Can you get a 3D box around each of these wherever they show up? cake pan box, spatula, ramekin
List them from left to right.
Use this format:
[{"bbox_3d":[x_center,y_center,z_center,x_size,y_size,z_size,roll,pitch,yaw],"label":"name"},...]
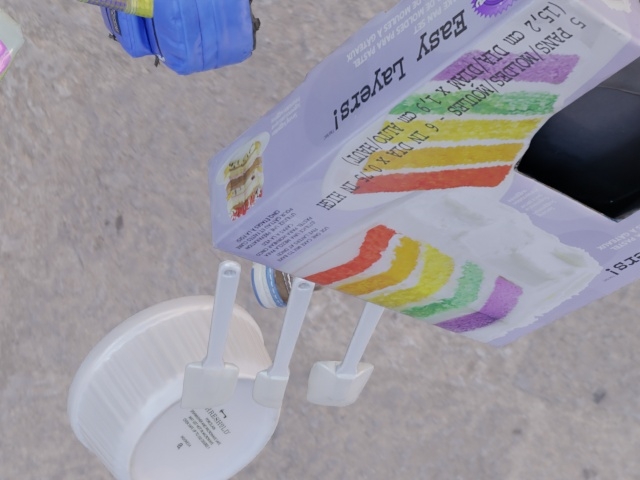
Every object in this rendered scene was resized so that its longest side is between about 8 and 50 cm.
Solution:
[{"bbox_3d":[-0.173,0.211,1.292,0.273,0.127,0.273,-21,137,-22],"label":"ramekin"},{"bbox_3d":[-0.026,0.087,0.851,0.168,0.019,0.242,5,143,-9],"label":"spatula"},{"bbox_3d":[0.110,-0.042,0.567,0.246,0.070,0.267,20,141,-36],"label":"cake pan box"}]

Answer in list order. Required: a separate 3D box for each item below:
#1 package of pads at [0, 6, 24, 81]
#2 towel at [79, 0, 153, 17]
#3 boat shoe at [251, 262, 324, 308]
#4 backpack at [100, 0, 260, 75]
[{"bbox_3d":[-0.378,-0.104,0.707,0.229,0.101,0.296,43,71,-32],"label":"package of pads"},{"bbox_3d":[-0.109,-0.148,0.509,0.083,0.009,0.060,5,100,-57],"label":"towel"},{"bbox_3d":[0.000,0.000,0.899,0.066,0.183,0.066,-6,122,22],"label":"boat shoe"},{"bbox_3d":[-0.101,-0.169,0.726,0.101,0.120,0.098,-24,131,-17],"label":"backpack"}]
